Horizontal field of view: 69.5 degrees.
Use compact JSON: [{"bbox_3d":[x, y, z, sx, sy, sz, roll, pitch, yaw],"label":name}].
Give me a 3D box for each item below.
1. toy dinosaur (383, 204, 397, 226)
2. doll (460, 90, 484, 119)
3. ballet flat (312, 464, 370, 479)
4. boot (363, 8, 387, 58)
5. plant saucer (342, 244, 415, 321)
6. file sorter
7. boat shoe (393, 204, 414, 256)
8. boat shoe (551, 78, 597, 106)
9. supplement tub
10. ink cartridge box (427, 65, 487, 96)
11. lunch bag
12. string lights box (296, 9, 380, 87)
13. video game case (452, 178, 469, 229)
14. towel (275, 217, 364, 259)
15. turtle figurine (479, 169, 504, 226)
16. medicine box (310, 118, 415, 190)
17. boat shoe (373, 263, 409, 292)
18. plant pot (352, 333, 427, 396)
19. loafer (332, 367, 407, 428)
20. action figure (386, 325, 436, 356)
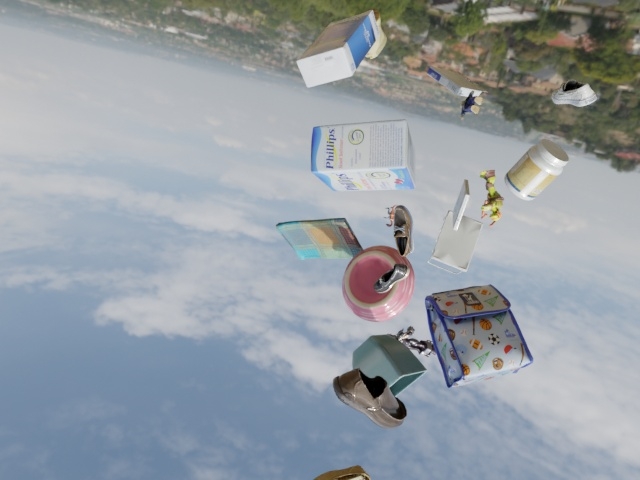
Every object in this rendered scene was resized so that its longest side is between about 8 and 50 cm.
[{"bbox_3d":[0.302,-0.103,1.993,0.047,0.082,0.090,-7,171,-16],"label":"toy dinosaur"},{"bbox_3d":[0.643,-0.585,2.001,0.046,0.129,0.189,19,-164,-7],"label":"doll"},{"bbox_3d":[0.063,0.749,1.421,0.232,0.080,0.073,2,-173,-40],"label":"ballet flat"},{"bbox_3d":[0.158,-0.808,1.924,0.095,0.262,0.203,50,-170,17],"label":"boot"},{"bbox_3d":[0.230,0.174,1.956,0.332,0.333,0.084,26,177,36],"label":"plant saucer"},{"bbox_3d":[0.710,0.019,2.467,0.192,0.278,0.173,22,167,6],"label":"file sorter"},{"bbox_3d":[0.289,-0.032,1.618,0.066,0.184,0.066,-7,-167,34],"label":"boat shoe"},{"bbox_3d":[1.015,-0.607,1.873,0.096,0.088,0.268,-27,-160,15],"label":"boat shoe"},{"bbox_3d":[0.811,-0.265,1.736,0.144,0.200,0.145,16,-135,-17],"label":"supplement tub"},{"bbox_3d":[0.659,-0.760,2.226,0.223,0.045,0.223,-7,-135,-36],"label":"ink cartridge box"},{"bbox_3d":[0.645,0.380,1.943,0.327,0.239,0.386,-7,-119,-10],"label":"lunch bag"},{"bbox_3d":[0.053,-0.508,1.211,0.133,0.077,0.260,-3,-139,31],"label":"string lights box"},{"bbox_3d":[0.624,-0.161,2.054,0.022,0.173,0.190,15,-150,7],"label":"video game case"},{"bbox_3d":[0.000,0.000,2.136,0.369,0.272,0.040,-2,-130,32],"label":"towel"},{"bbox_3d":[0.695,-0.172,1.865,0.087,0.218,0.269,-11,174,31],"label":"turtle figurine"},{"bbox_3d":[0.144,-0.257,1.458,0.288,0.149,0.263,-1,173,17],"label":"medicine box"},{"bbox_3d":[0.261,0.143,1.806,0.064,0.206,0.075,19,-126,-24],"label":"boat shoe"},{"bbox_3d":[0.293,0.584,2.166,0.247,0.247,0.252,11,-142,-49],"label":"plant pot"},{"bbox_3d":[0.209,0.576,1.686,0.365,0.130,0.134,35,-156,-32],"label":"loafer"},{"bbox_3d":[0.455,0.528,2.377,0.284,0.185,0.099,21,-138,-19],"label":"action figure"}]
